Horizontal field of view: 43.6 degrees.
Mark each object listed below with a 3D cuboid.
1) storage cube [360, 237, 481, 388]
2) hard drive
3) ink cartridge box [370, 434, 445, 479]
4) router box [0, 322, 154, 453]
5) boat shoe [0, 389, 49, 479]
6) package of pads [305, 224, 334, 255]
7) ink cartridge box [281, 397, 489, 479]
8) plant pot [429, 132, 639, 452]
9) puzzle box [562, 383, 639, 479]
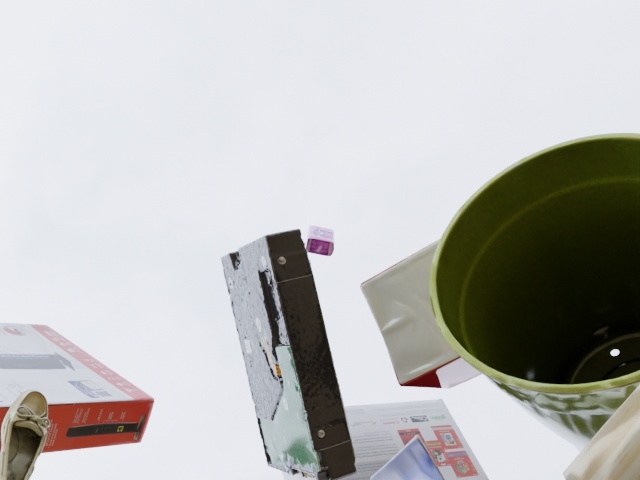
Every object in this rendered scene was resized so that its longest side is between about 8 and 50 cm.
[{"bbox_3d":[0.208,0.121,1.290,0.215,0.184,0.193,-30,-24,22],"label":"storage cube"},{"bbox_3d":[-0.052,0.167,1.162,0.064,0.237,0.339,-11,-95,-23],"label":"hard drive"},{"bbox_3d":[0.113,0.284,0.465,0.065,0.165,0.333,-29,-110,-18],"label":"ink cartridge box"},{"bbox_3d":[-0.491,0.230,1.294,0.301,0.335,0.082,12,-81,-53],"label":"router box"},{"bbox_3d":[-0.356,0.243,0.957,0.056,0.153,0.048,36,-52,-24],"label":"boat shoe"},{"bbox_3d":[0.000,0.000,1.443,0.050,0.083,0.032,10,-72,-2],"label":"package of pads"},{"bbox_3d":[0.114,0.418,1.370,0.309,0.272,0.130,1,-57,-21],"label":"ink cartridge box"},{"bbox_3d":[0.376,0.116,1.018,0.366,0.366,0.353,-39,-51,-1],"label":"plant pot"},{"bbox_3d":[0.310,0.014,0.401,0.272,0.052,0.409,-14,-35,-19],"label":"puzzle box"}]
